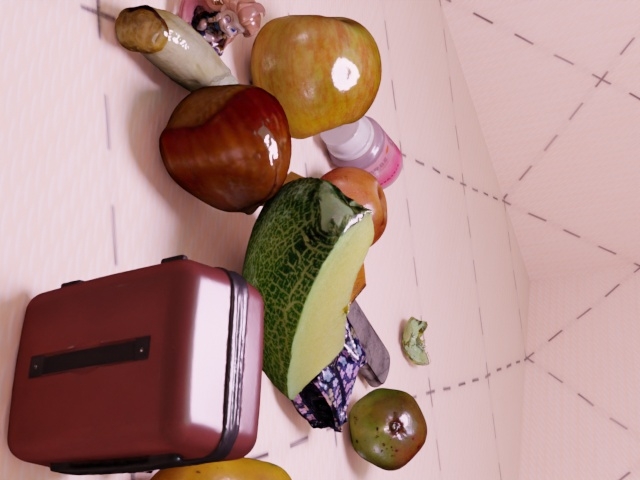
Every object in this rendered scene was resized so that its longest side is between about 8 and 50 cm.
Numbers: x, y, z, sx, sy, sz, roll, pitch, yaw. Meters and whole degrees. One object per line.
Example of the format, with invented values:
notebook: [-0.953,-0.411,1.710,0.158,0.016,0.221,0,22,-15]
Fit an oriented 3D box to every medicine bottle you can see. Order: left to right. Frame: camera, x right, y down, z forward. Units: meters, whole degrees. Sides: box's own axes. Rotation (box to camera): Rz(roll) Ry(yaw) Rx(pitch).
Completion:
medicine bottle: [0.093,-0.218,2.076,0.247,0.147,0.147,36,49,-58]

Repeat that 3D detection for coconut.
coconut: [0.255,0.268,2.377,0.133,0.055,0.158,-70,145,-51]

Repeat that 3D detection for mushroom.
mushroom: [-0.210,-0.289,1.448,0.087,0.107,0.333,-60,151,-2]

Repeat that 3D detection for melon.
melon: [-0.027,0.048,1.465,0.343,0.226,0.331,89,2,-47]

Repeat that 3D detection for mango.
mango: [-0.148,0.393,1.263,0.254,0.175,0.139,24,14,-46]

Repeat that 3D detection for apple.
apple: [-0.010,-0.323,1.746,0.264,0.264,0.264,-9,90,-67]
apple: [0.069,-0.066,1.937,0.201,0.162,0.201,35,50,-57]

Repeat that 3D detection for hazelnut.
hazelnut: [-0.144,-0.146,1.418,0.229,0.230,0.229,-9,90,-67]

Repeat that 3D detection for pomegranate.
pomegranate: [0.141,0.415,1.957,0.210,0.180,0.179,152,-68,-76]

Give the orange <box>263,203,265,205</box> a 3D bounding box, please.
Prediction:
orange: [-0.108,-0.109,1.669,0.086,0.062,0.086,-21,126,-31]

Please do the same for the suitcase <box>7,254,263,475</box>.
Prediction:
suitcase: [-0.216,0.155,1.035,0.161,0.297,0.236,30,54,-51]

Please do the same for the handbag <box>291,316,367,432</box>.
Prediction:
handbag: [0.004,0.247,1.718,0.228,0.127,0.207,64,35,-35]

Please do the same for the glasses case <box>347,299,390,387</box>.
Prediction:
glasses case: [0.081,0.209,1.990,0.299,0.060,0.114,58,33,-43]

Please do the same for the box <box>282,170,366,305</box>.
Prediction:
box: [0.001,0.000,1.612,0.070,0.152,0.237,-46,148,-30]

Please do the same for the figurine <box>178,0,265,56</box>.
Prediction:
figurine: [-0.175,-0.386,1.531,0.126,0.157,0.114,60,9,-31]

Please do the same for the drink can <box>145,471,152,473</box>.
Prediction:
drink can: [-0.218,0.221,1.258,0.235,0.097,0.097,-55,131,-57]
